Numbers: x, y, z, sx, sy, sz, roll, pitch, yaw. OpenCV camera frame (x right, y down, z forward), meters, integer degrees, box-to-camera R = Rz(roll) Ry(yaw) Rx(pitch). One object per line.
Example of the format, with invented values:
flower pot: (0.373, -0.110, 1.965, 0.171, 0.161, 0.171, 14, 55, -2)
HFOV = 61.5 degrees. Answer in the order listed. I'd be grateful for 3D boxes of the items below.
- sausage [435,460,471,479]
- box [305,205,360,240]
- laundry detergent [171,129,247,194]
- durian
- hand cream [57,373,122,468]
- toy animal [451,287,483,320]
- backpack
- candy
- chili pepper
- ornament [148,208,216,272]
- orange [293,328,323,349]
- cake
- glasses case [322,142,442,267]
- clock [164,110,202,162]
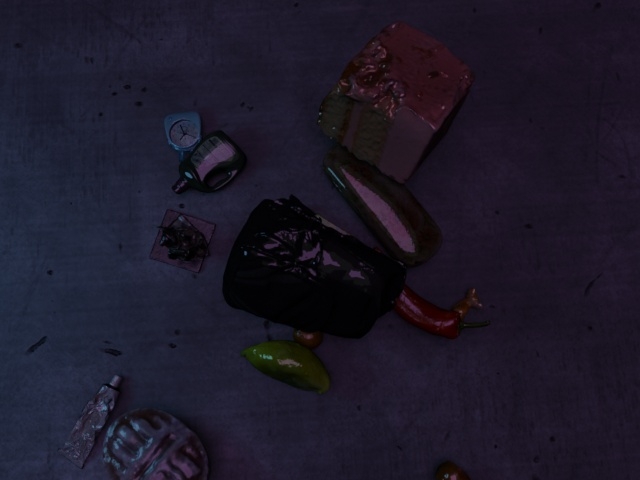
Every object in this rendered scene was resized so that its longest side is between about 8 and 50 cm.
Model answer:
sausage: (0.384, 0.699, 1.383, 0.109, 0.109, 0.270, -31, 82, -6)
box: (0.000, 0.000, 1.543, 0.193, 0.030, 0.121, 33, 80, 6)
laundry detergent: (-0.328, -0.204, 1.554, 0.144, 0.078, 0.221, 45, 82, -3)
durian: (-0.089, 0.332, 1.426, 0.250, 0.139, 0.101, 23, 38, -5)
hand cream: (-0.605, 0.477, 1.438, 0.084, 0.050, 0.257, 30, 83, 2)
toy animal: (0.410, 0.178, 1.496, 0.083, 0.081, 0.060, -39, 79, 13)
backpack: (-0.010, 0.090, 1.380, 0.446, 0.363, 0.255, 24, 49, -3)
candy: (-0.411, 0.560, 1.369, 0.289, 0.157, 0.214, 36, 67, 12)
chili pepper: (0.266, 0.168, 1.466, 0.368, 0.092, 0.137, 33, 123, 10)
ornament: (-0.387, -0.012, 1.458, 0.166, 0.196, 0.153, 16, 80, 1)
orange: (-0.034, 0.259, 1.470, 0.085, 0.085, 0.085, 0, 79, -1)
cake: (0.204, -0.371, 1.445, 0.307, 0.293, 0.314, 36, 63, 6)
glasses case: (0.174, -0.113, 1.532, 0.156, 0.098, 0.425, -36, 81, -15)
clock: (-0.399, -0.305, 1.589, 0.108, 0.045, 0.147, -8, 80, -2)
